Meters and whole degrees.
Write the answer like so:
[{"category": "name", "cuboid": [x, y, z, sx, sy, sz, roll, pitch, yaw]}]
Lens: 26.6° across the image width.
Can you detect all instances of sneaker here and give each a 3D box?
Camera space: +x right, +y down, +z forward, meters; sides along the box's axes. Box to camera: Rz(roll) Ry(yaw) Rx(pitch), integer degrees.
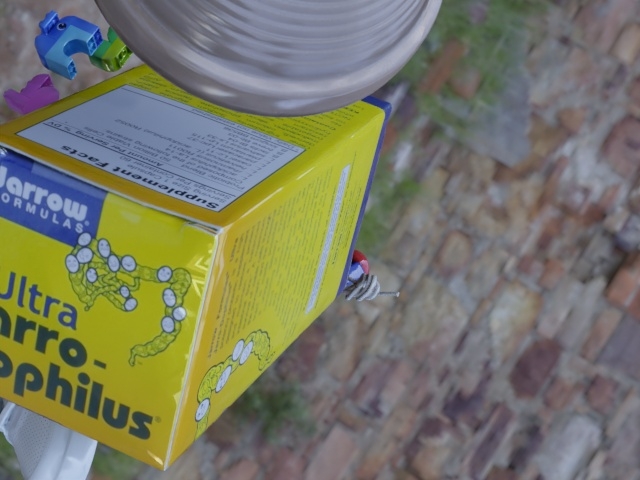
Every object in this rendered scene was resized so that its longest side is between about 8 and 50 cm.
[{"category": "sneaker", "cuboid": [-0.282, 0.103, 1.146, 0.108, 0.169, 0.292, -59, -152, 19]}]

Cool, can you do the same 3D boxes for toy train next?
[{"category": "toy train", "cuboid": [0.000, 0.000, 1.682, 0.105, 0.143, 0.248, -27, -165, -35]}]

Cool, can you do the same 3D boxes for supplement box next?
[{"category": "supplement box", "cuboid": [-0.106, -0.010, 1.070, 0.356, 0.194, 0.195, -41, 148, -61]}]

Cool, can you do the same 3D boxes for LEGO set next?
[{"category": "LEGO set", "cuboid": [-0.206, -0.199, 1.166, 0.227, 0.093, 0.087, -56, 162, -24]}]

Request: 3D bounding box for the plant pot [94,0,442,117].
[{"category": "plant pot", "cuboid": [-0.021, -0.201, 0.811, 0.237, 0.237, 0.110, -52, -176, -26]}]
